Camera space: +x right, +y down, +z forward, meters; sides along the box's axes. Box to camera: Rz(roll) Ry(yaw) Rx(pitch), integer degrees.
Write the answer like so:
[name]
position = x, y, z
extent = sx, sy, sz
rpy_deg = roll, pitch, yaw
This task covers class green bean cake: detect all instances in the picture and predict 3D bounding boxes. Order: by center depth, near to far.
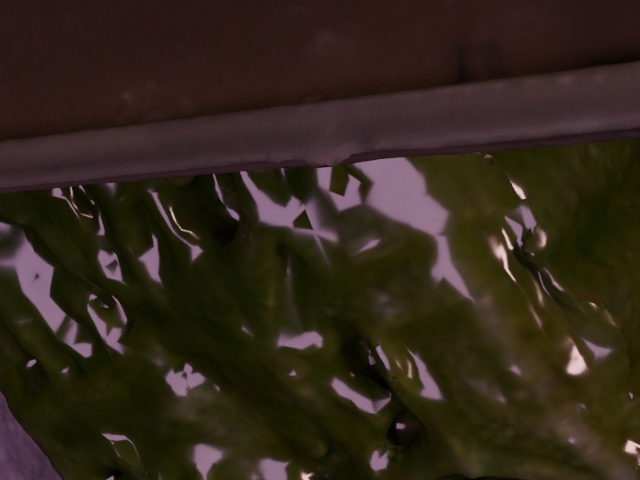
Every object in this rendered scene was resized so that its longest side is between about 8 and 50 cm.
[green bean cake]
position = 0.000, 0.000, 0.637
extent = 0.250, 0.156, 0.247
rpy_deg = -24, 104, 42

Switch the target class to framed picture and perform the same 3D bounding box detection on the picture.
[framed picture]
position = -0.077, -0.175, 0.548
extent = 0.446, 0.028, 0.326
rpy_deg = -2, 86, 40
